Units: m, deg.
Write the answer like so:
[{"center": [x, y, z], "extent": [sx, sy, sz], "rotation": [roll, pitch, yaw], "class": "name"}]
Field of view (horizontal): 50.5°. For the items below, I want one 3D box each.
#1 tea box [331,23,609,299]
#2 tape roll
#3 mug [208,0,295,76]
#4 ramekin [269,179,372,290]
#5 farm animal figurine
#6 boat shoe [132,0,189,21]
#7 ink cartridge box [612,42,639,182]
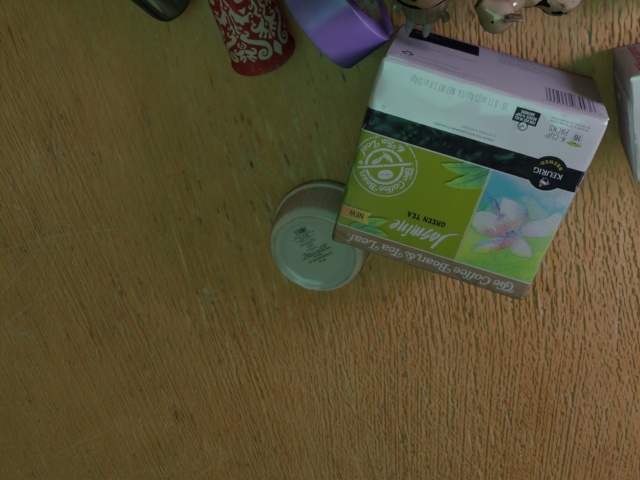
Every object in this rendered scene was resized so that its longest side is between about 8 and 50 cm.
[{"center": [0.227, -0.130, 1.096], "extent": [0.329, 0.220, 0.323], "rotation": [17, 123, 5], "class": "tea box"}, {"center": [0.025, -0.364, 1.035], "extent": [0.080, 0.189, 0.189], "rotation": [-30, 108, 28], "class": "tape roll"}, {"center": [-0.135, -0.366, 1.090], "extent": [0.150, 0.113, 0.169], "rotation": [9, 148, 25], "class": "mug"}, {"center": [0.000, 0.000, 1.297], "extent": [0.207, 0.109, 0.207], "rotation": [7, 121, 12], "class": "ramekin"}, {"center": [0.174, -0.362, 0.927], "extent": [0.330, 0.327, 0.172], "rotation": [18, 111, 25], "class": "farm animal figurine"}, {"center": [-0.359, -0.506, 1.113], "extent": [0.355, 0.132, 0.130], "rotation": [49, 145, -16], "class": "boat shoe"}, {"center": [0.564, -0.206, 0.990], "extent": [0.233, 0.171, 0.168], "rotation": [-7, 117, 19], "class": "ink cartridge box"}]
